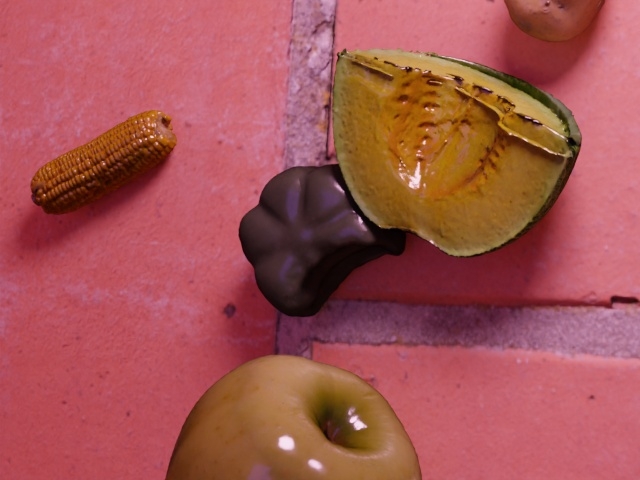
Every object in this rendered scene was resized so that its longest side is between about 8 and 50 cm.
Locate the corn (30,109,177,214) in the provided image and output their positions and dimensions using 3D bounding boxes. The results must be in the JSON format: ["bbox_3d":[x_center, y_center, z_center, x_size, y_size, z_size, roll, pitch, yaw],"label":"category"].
[{"bbox_3d":[-0.254,-0.088,1.889,0.207,0.068,0.068,-25,74,23],"label":"corn"}]

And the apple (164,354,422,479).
[{"bbox_3d":[-0.033,0.259,1.646,0.279,0.279,0.279,-2,85,30],"label":"apple"}]

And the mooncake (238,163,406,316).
[{"bbox_3d":[0.000,0.000,1.715,0.168,0.104,0.175,26,103,24],"label":"mooncake"}]

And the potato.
[{"bbox_3d":[0.237,-0.268,1.592,0.112,0.112,0.147,16,103,30],"label":"potato"}]

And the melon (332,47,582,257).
[{"bbox_3d":[0.138,-0.085,1.632,0.265,0.129,0.169,24,115,22],"label":"melon"}]
